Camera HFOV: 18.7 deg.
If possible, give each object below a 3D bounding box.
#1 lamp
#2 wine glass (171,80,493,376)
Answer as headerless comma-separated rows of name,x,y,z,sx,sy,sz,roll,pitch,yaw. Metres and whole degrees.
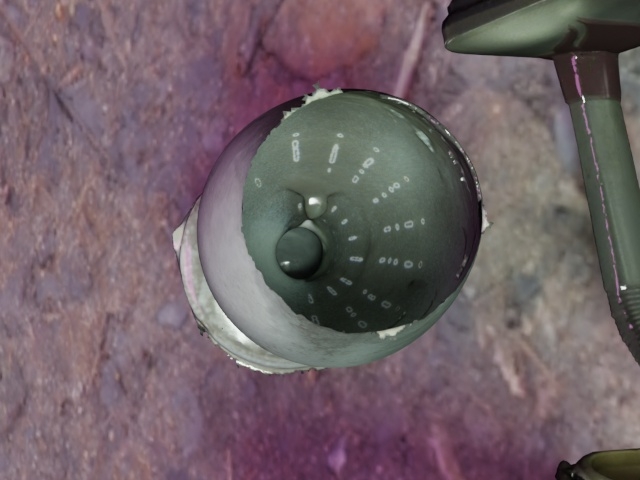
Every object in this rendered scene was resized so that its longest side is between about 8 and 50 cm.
lamp,0.123,0.001,0.779,0.124,0.203,0.283,-39,61,41
wine glass,0.000,0.000,0.900,0.241,0.126,0.126,155,111,-80
